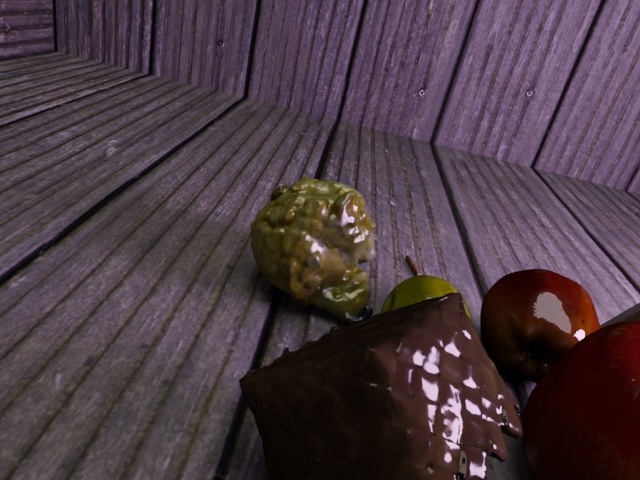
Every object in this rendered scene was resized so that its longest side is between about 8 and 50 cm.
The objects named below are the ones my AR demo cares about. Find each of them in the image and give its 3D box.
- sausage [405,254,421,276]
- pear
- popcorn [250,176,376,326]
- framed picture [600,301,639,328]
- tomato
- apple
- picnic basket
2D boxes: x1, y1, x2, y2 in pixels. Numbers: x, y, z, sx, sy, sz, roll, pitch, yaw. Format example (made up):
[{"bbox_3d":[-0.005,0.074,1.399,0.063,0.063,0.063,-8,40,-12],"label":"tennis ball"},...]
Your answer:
[{"bbox_3d":[0.239,0.065,1.272,0.015,0.015,0.100,7,28,-14],"label":"sausage"},{"bbox_3d":[0.220,0.164,0.940,0.216,0.166,0.180,32,11,-12],"label":"pear"},{"bbox_3d":[-0.004,-0.002,1.041,0.292,0.293,0.237,2,11,-21],"label":"popcorn"},{"bbox_3d":[0.701,0.241,0.955,0.022,0.247,0.335,48,14,-26],"label":"framed picture"},{"bbox_3d":[0.461,0.275,0.696,0.289,0.293,0.325,37,42,17],"label":"tomato"},{"bbox_3d":[0.418,0.166,0.953,0.233,0.234,0.234,11,27,-6],"label":"apple"},{"bbox_3d":[0.086,0.252,0.591,0.254,0.291,0.321,-14,82,-46],"label":"picnic basket"}]
